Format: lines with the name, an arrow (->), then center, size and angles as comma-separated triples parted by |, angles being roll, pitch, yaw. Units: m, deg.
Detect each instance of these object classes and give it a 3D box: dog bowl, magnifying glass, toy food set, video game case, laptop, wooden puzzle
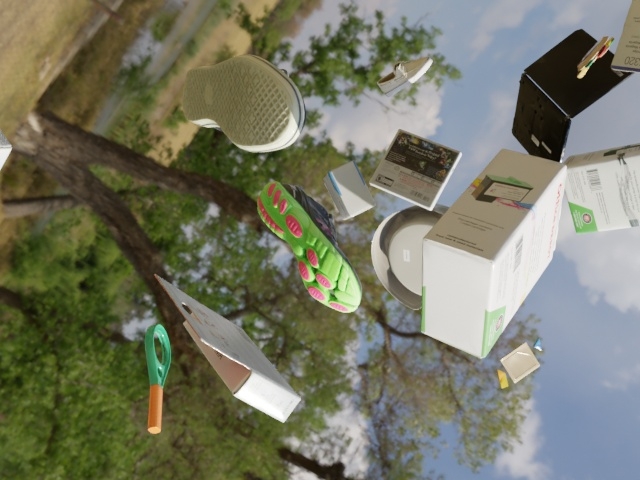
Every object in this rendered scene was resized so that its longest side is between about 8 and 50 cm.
dog bowl -> 0.330, 0.045, 2.199 | 0.349, 0.349, 0.102 | -45, 176, 39
magnifying glass -> -0.329, 0.273, 1.471 | 0.026, 0.092, 0.231 | -14, -128, 6
toy food set -> 0.513, -0.347, 1.375 | 0.083, 0.020, 0.082 | -50, 179, -22
video game case -> 0.249, -0.189, 1.935 | 0.173, 0.190, 0.022 | -61, 153, -6
laptop -> 0.558, -0.305, 1.662 | 0.234, 0.137, 0.264 | -109, -166, -50
wooden puzzle -> 0.420, 0.257, 1.549 | 0.116, 0.078, 0.014 | -28, -162, -4

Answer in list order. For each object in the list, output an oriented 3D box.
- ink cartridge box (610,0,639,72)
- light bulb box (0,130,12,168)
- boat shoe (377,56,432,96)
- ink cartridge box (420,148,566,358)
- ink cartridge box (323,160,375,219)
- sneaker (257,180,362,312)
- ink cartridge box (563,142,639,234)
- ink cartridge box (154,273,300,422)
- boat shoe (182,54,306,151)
ink cartridge box -> 0.642, -0.400, 1.120 | 0.324, 0.071, 0.330 | 33, -68, 55
light bulb box -> -0.871, -0.127, 1.435 | 0.361, 0.225, 0.358 | -47, 164, 31
boat shoe -> 0.126, -0.256, 1.118 | 0.100, 0.035, 0.035 | -26, -150, 49
ink cartridge box -> 0.275, 0.013, 1.161 | 0.278, 0.117, 0.201 | -44, 143, -37
ink cartridge box -> 0.050, -0.087, 1.309 | 0.052, 0.088, 0.122 | -26, -179, -6
sneaker -> 0.000, 0.000, 2.275 | 0.202, 0.482, 0.185 | -15, 157, -46
ink cartridge box -> 0.604, -0.107, 1.459 | 0.208, 0.153, 0.087 | -7, -160, 37
ink cartridge box -> -0.184, 0.188, 1.303 | 0.060, 0.239, 0.275 | -53, -145, 0
boat shoe -> -0.143, -0.289, 1.543 | 0.500, 0.156, 0.186 | 25, -71, 58
